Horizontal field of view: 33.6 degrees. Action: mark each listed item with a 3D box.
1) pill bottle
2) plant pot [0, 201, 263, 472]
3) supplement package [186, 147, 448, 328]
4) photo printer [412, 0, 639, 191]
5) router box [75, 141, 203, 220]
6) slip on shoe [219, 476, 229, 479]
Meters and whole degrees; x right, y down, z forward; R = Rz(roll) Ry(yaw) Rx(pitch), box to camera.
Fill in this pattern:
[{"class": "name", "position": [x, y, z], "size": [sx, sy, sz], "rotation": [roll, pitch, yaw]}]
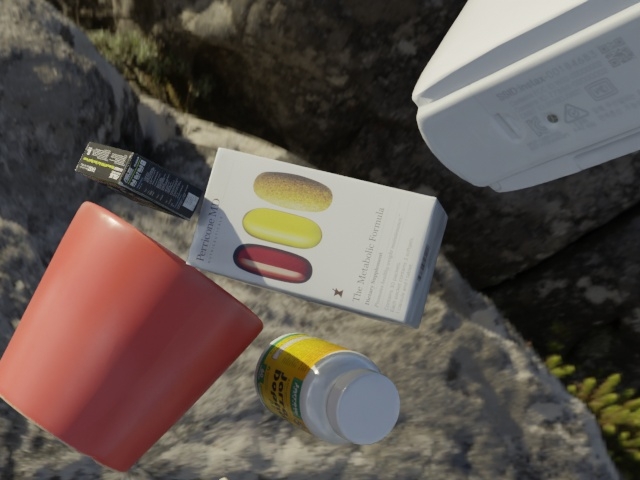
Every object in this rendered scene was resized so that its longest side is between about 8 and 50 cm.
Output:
[{"class": "pill bottle", "position": [0.009, 0.188, 1.327], "size": [0.118, 0.208, 0.117], "rotation": [-3, 97, -28]}, {"class": "plant pot", "position": [-0.245, 0.125, 1.275], "size": [0.275, 0.275, 0.243], "rotation": [36, 80, -1]}, {"class": "supplement package", "position": [0.000, 0.000, 1.157], "size": [0.244, 0.134, 0.139], "rotation": [13, 85, 13]}, {"class": "photo printer", "position": [0.215, -0.187, 0.664], "size": [0.107, 0.256, 0.307], "rotation": [46, 54, -18]}, {"class": "router box", "position": [-0.194, -0.064, 1.129], "size": [0.092, 0.122, 0.038], "rotation": [28, 83, -35]}, {"class": "slip on shoe", "position": [-0.122, 0.413, 1.664], "size": [0.041, 0.135, 0.051], "rotation": [-19, 111, -17]}]
